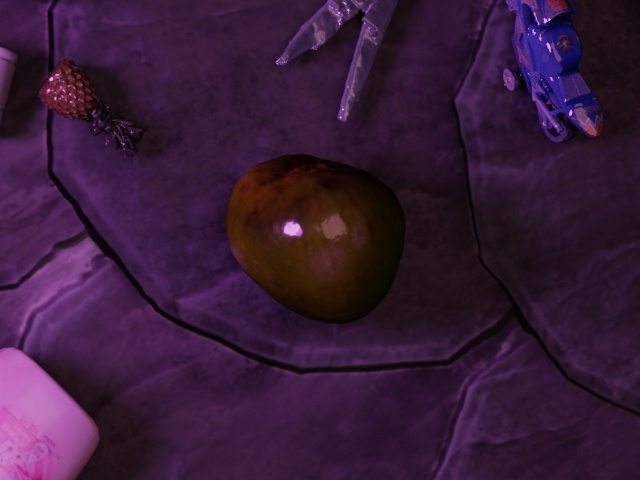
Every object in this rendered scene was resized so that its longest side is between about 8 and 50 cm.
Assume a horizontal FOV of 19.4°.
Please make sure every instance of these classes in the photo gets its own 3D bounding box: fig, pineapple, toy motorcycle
[{"bbox_3d":[0.000,0.000,1.939,0.181,0.181,0.191,-30,119,-17],"label":"fig"},{"bbox_3d":[-0.229,-0.131,1.921,0.124,0.058,0.058,37,77,-14],"label":"pineapple"},{"bbox_3d":[0.252,-0.207,2.058,0.076,0.114,0.205,-18,93,-19],"label":"toy motorcycle"}]

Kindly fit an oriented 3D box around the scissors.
[{"bbox_3d":[0.090,-0.308,2.050,0.256,0.029,0.383,35,76,-15],"label":"scissors"}]

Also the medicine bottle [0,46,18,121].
[{"bbox_3d":[-0.342,-0.152,1.883,0.057,0.057,0.089,15,83,-18],"label":"medicine bottle"}]

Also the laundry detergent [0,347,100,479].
[{"bbox_3d":[-0.376,0.264,1.839,0.335,0.088,0.159,-45,97,-15],"label":"laundry detergent"}]
